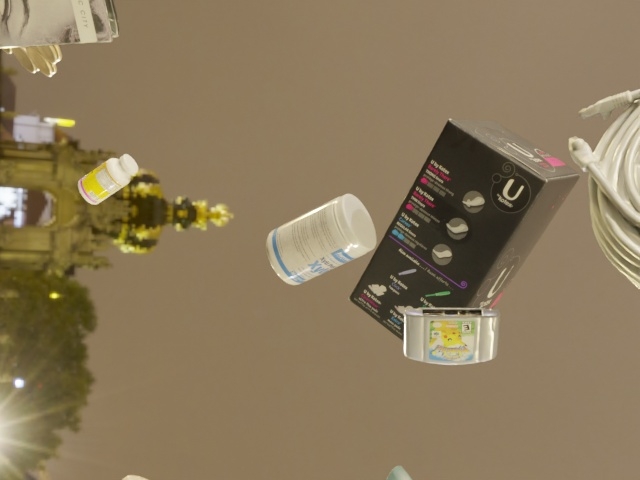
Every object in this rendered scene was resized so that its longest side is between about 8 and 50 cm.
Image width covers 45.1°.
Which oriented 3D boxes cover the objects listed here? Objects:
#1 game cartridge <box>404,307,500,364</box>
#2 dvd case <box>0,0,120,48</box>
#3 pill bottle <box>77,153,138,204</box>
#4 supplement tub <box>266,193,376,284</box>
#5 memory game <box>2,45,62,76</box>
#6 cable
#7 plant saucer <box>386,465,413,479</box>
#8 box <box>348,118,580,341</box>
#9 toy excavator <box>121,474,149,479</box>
[{"bbox_3d":[0.117,0.086,0.689,0.017,0.083,0.056,-81,169,-56],"label":"game cartridge"},{"bbox_3d":[-0.243,-0.203,0.486,0.018,0.221,0.165,-58,145,-61],"label":"dvd case"},{"bbox_3d":[-0.302,-0.089,1.102,0.083,0.043,0.043,-31,-124,15],"label":"pill bottle"},{"bbox_3d":[0.000,0.000,0.858,0.107,0.071,0.071,-25,-117,26],"label":"supplement tub"},{"bbox_3d":[-0.309,-0.235,0.727,0.186,0.012,0.186,36,-27,21],"label":"memory game"},{"bbox_3d":[0.361,-0.045,0.650,0.257,0.089,0.257,-20,-131,21],"label":"cable"},{"bbox_3d":[0.121,0.426,1.112,0.037,0.195,0.195,-1,-93,22],"label":"plant saucer"},{"bbox_3d":[0.182,-0.003,0.982,0.143,0.165,0.270,37,-66,22],"label":"box"},{"bbox_3d":[-0.210,0.237,0.415,0.222,0.433,0.445,-47,-150,8],"label":"toy excavator"}]
